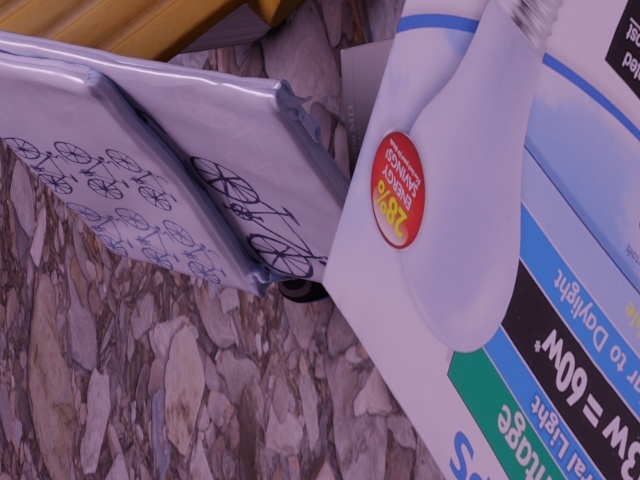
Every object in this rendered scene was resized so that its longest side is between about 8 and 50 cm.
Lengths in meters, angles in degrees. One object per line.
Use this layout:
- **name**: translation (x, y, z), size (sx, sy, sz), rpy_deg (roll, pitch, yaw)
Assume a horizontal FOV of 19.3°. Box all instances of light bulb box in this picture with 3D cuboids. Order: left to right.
- **light bulb box**: translation (0.198, -0.016, 0.979), size (0.358, 0.225, 0.361), rpy_deg (-122, 39, -47)

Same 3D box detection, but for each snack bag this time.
- **snack bag**: translation (-0.102, -0.045, 1.444), size (0.342, 0.323, 0.037), rpy_deg (13, 66, 31)

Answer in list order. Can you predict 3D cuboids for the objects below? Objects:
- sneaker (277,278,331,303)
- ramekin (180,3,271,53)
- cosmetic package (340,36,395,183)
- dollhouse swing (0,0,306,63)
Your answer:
- **sneaker**: translation (0.000, 0.000, 1.593), size (0.188, 0.078, 0.067), rpy_deg (-46, 55, 59)
- **ramekin**: translation (-0.111, -0.303, 1.763), size (0.273, 0.127, 0.273), rpy_deg (178, 90, -66)
- **cosmetic package**: translation (0.108, -0.088, 1.323), size (0.238, 0.107, 0.127), rpy_deg (-4, 91, 63)
- **dollhouse swing**: translation (-0.152, -0.336, 1.475), size (0.347, 0.305, 0.315), rpy_deg (45, 142, 12)
